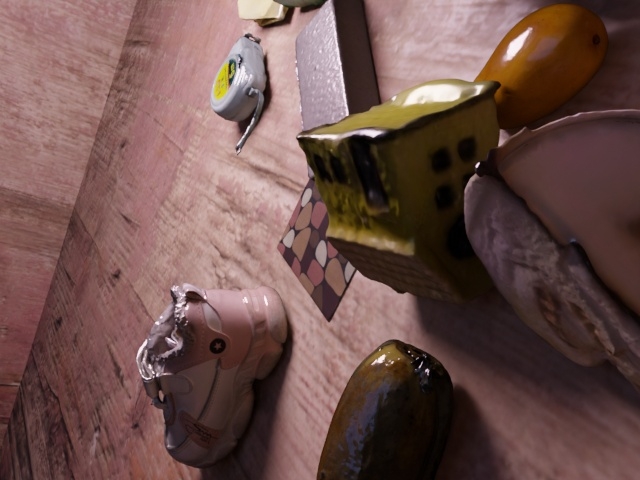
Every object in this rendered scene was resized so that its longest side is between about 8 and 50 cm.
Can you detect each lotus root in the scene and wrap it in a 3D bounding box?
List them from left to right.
[{"bbox_3d":[0.067,0.225,0.721,0.123,0.124,0.241,25,96,43],"label":"lotus root"}]

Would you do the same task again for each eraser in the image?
[{"bbox_3d":[0.026,-0.250,1.041,0.111,0.077,0.353,-37,47,41],"label":"eraser"}]

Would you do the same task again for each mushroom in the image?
[{"bbox_3d":[0.248,0.006,0.551,0.162,0.173,0.236,-38,78,-8],"label":"mushroom"}]

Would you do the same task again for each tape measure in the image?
[{"bbox_3d":[-0.156,-0.258,1.318,0.164,0.084,0.331,-46,40,41],"label":"tape measure"}]

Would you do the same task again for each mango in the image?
[{"bbox_3d":[0.217,-0.176,0.697,0.184,0.084,0.102,-31,53,55],"label":"mango"}]

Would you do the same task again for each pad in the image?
[{"bbox_3d":[0.000,0.000,1.040,0.158,0.003,0.235,-64,33,17],"label":"pad"}]

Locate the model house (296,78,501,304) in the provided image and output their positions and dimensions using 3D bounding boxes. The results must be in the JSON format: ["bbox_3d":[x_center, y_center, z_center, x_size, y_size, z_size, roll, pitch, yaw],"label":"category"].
[{"bbox_3d":[0.110,-0.044,0.741,0.193,0.174,0.234,13,129,57],"label":"model house"}]

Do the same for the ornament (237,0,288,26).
[{"bbox_3d":[-0.093,-0.519,1.363,0.201,0.059,0.180,-44,46,38],"label":"ornament"}]

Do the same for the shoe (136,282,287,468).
[{"bbox_3d":[-0.211,0.213,1.097,0.351,0.198,0.172,-64,30,15],"label":"shoe"}]

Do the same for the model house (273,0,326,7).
[{"bbox_3d":[-0.022,-0.597,1.128,0.312,0.245,0.280,16,83,58],"label":"model house"}]
